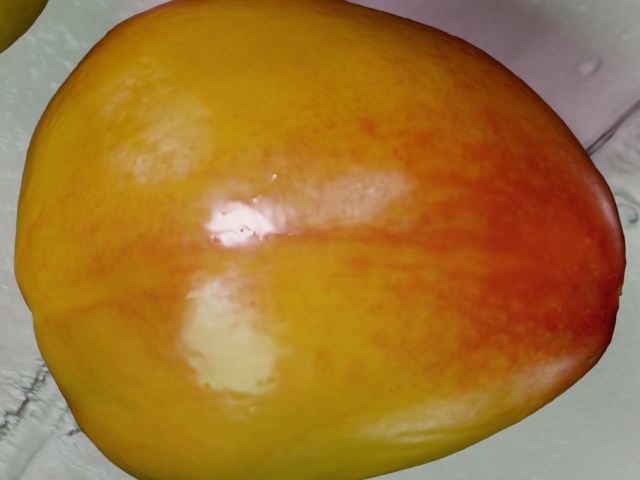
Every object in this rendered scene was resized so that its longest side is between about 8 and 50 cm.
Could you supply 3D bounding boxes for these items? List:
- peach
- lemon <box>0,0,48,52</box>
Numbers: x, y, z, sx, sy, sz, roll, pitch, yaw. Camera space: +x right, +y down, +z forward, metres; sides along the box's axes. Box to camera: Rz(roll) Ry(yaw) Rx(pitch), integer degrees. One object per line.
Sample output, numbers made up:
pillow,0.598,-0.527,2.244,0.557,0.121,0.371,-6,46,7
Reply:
peach,0.000,-0.004,0.732,0.308,0.289,0.289,-22,129,16
lemon,-0.224,-0.181,0.720,0.178,0.178,0.203,31,146,-7
